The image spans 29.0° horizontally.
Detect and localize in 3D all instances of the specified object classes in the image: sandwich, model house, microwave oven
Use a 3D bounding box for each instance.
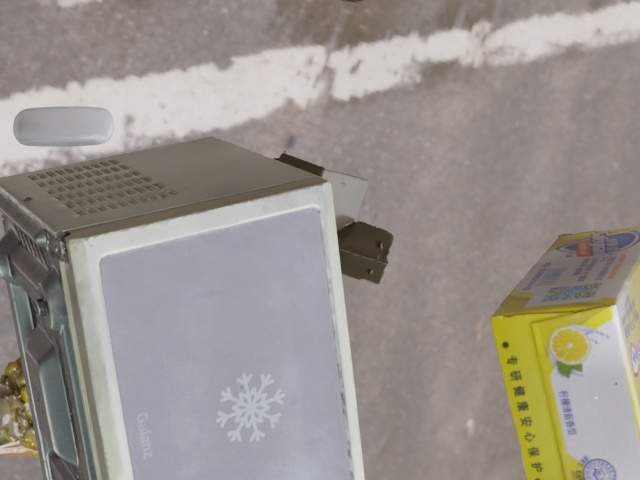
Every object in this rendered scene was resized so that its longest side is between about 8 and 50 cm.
[{"bbox_3d":[-0.566,0.389,2.390,0.163,0.079,0.113,-21,133,-20],"label":"sandwich"},{"bbox_3d":[0.000,0.000,1.781,0.243,0.204,0.211,-81,-172,-85],"label":"model house"},{"bbox_3d":[-0.078,0.082,0.656,0.145,0.194,0.240,-15,108,-25],"label":"microwave oven"}]

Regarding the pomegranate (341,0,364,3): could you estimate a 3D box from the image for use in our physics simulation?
[{"bbox_3d":[0.056,-0.404,1.723,0.163,0.138,0.125,-26,134,-2],"label":"pomegranate"}]

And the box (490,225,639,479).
[{"bbox_3d":[0.234,0.095,1.028,0.265,0.097,0.168,-29,107,-64],"label":"box"}]

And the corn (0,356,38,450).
[{"bbox_3d":[-0.181,0.129,1.216,0.320,0.097,0.097,-13,121,-46],"label":"corn"}]

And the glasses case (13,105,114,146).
[{"bbox_3d":[-0.420,-0.186,2.026,0.041,0.164,0.063,85,4,-69],"label":"glasses case"}]
